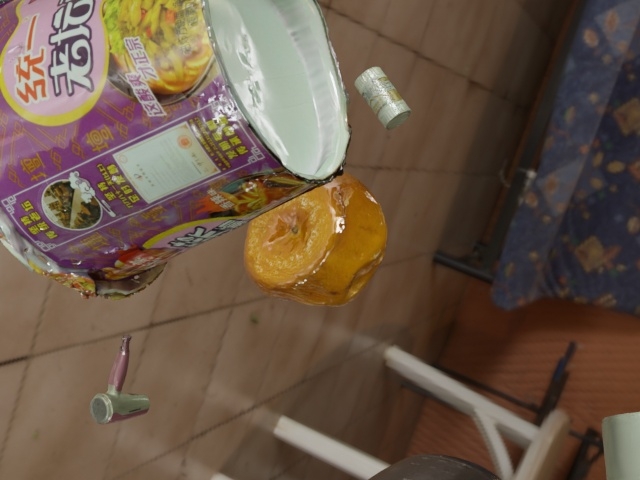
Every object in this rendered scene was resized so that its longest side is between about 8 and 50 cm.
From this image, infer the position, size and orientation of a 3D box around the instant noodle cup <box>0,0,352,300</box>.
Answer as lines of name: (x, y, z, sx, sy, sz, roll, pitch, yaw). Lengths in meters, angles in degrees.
instant noodle cup: (-0.140, -0.130, 0.870, 0.340, 0.266, 0.339, 39, 43, -49)

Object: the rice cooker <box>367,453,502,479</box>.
rice cooker: (0.160, 0.447, 1.298, 0.224, 0.267, 0.267, -8, 120, -51)

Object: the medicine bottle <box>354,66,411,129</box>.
medicine bottle: (0.090, -0.206, 1.292, 0.047, 0.083, 0.047, -30, 165, -9)

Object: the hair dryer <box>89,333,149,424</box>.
hair dryer: (-0.350, 0.245, 1.592, 0.106, 0.054, 0.154, -2, 100, -53)

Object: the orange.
orange: (0.000, 0.000, 1.467, 0.183, 0.249, 0.249, 30, 82, -47)

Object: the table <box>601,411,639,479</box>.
table: (0.421, 0.328, 1.102, 0.126, 0.126, 0.219, 59, 29, -66)
